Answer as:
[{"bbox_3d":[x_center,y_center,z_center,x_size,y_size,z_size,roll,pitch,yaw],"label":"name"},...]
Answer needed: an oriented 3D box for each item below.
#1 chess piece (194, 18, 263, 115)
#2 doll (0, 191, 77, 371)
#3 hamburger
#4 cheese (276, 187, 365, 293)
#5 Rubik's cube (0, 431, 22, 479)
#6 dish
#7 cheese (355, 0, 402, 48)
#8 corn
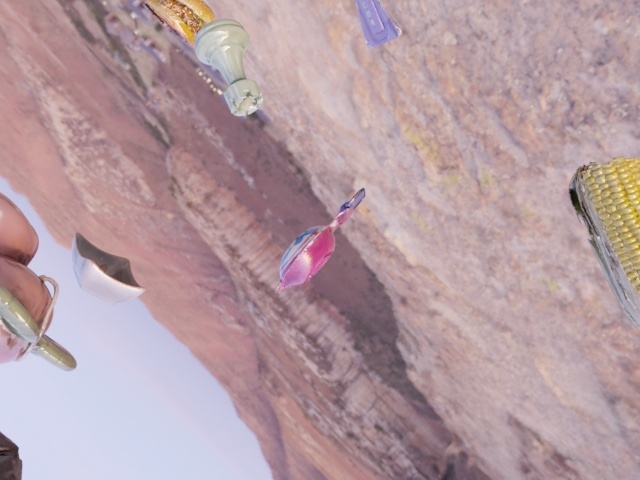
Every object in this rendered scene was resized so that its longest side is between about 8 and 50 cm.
[{"bbox_3d":[-0.104,-0.200,0.764,0.067,0.067,0.103,78,170,-74],"label":"chess piece"},{"bbox_3d":[-0.486,0.079,1.003,0.268,0.216,0.284,35,157,15],"label":"doll"},{"bbox_3d":[-0.349,-0.577,1.650,0.182,0.118,0.191,44,-176,8],"label":"hamburger"},{"bbox_3d":[0.000,0.000,1.183,0.062,0.244,0.155,40,177,9],"label":"cheese"},{"bbox_3d":[-0.412,0.233,0.476,0.248,0.250,0.246,35,-153,15],"label":"Rubik's cube"},{"bbox_3d":[-0.499,0.074,1.478,0.151,0.077,0.212,34,180,-33],"label":"dish"},{"bbox_3d":[0.052,-0.368,0.917,0.105,0.042,0.191,11,129,65],"label":"cheese"},{"bbox_3d":[0.496,0.005,1.009,0.123,0.122,0.305,-30,76,48],"label":"corn"}]
